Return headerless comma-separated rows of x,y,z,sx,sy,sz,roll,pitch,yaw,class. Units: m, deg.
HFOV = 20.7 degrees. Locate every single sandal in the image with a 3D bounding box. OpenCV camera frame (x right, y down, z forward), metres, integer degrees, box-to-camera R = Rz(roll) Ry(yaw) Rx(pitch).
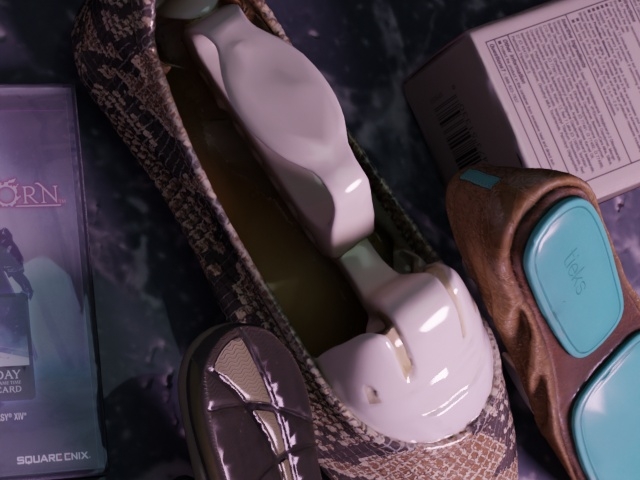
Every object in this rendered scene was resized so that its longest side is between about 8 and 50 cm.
-0.049,0.201,1.158,0.120,0.086,0.303,-14,99,-50,sandal

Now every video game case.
-0.249,0.028,1.167,0.196,0.026,0.274,-2,78,-22,video game case

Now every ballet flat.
0.168,0.066,1.241,0.116,0.124,0.342,-44,133,-13,ballet flat
0.000,0.000,1.182,0.164,0.182,0.483,-34,91,-25,ballet flat

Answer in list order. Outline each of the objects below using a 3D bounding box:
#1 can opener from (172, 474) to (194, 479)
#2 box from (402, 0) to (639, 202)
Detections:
-0.143,0.223,1.139,0.073,0.059,0.186,48,66,-4,can opener
0.205,-0.106,1.317,0.232,0.127,0.149,-21,85,-24,box
